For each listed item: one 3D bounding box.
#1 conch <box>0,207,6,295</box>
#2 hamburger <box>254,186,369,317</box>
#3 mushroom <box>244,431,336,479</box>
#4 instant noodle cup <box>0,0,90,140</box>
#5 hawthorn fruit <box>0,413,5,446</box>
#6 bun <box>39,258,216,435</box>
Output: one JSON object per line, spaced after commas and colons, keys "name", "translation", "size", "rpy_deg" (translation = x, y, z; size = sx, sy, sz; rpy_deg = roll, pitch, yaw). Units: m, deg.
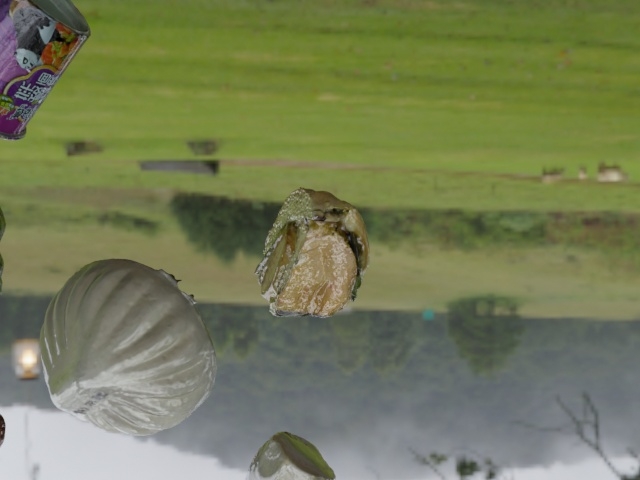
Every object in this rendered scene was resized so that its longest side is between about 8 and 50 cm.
{"name": "conch", "translation": [-0.508, 0.007, 1.602], "size": [0.124, 0.181, 0.187], "rpy_deg": [14, 135, -42]}
{"name": "hamburger", "translation": [0.000, 0.000, 1.683], "size": [0.155, 0.207, 0.135], "rpy_deg": [-2, -138, -20]}
{"name": "mushroom", "translation": [-0.048, 0.369, 1.669], "size": [0.128, 0.128, 0.350], "rpy_deg": [-1, 144, -6]}
{"name": "instant noodle cup", "translation": [-0.463, -0.295, 1.661], "size": [0.190, 0.251, 0.251], "rpy_deg": [-45, 165, 12]}
{"name": "hawthorn fruit", "translation": [-0.412, 0.232, 1.389], "size": [0.067, 0.066, 0.103], "rpy_deg": [-1, 180, -9]}
{"name": "bun", "translation": [-0.289, 0.169, 1.576], "size": [0.263, 0.263, 0.175], "rpy_deg": [-3, -156, 33]}
